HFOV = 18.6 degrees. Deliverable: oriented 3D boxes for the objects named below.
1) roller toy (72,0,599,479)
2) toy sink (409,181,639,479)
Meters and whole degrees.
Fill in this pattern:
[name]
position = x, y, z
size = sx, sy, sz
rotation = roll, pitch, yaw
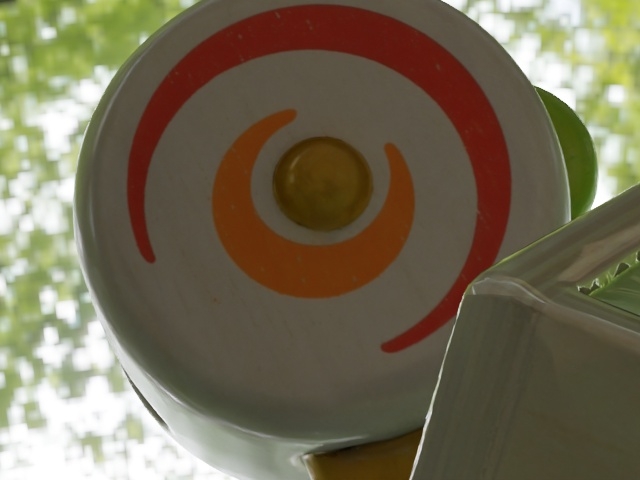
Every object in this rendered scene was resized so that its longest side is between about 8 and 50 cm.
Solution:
[roller toy]
position = 0.000, 0.000, 0.776
size = 0.191, 0.146, 0.209
rotation = 21, -106, 7
[toy sink]
position = 0.145, 0.081, 0.375
size = 0.234, 0.131, 0.153
rotation = 23, -159, 22
